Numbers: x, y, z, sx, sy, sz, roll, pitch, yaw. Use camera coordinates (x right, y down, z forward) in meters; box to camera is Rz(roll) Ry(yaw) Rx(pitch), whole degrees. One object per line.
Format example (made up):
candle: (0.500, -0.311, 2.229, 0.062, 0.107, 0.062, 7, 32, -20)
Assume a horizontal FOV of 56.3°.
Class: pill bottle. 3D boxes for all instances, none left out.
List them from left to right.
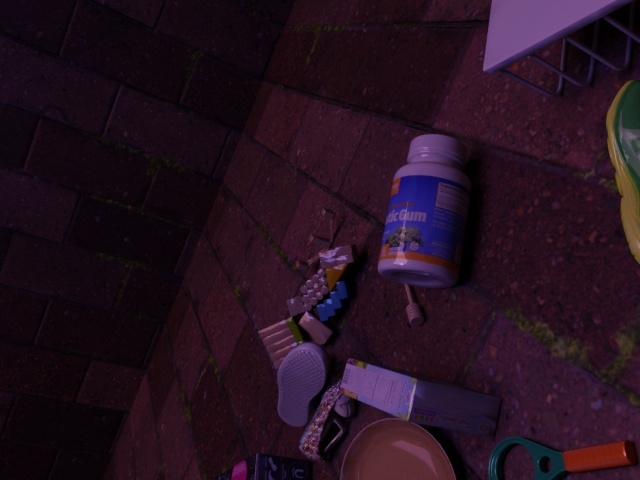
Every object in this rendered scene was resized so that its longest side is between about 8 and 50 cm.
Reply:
pill bottle: (0.204, -0.056, 1.140, 0.152, 0.152, 0.272, -16, 59, 60)

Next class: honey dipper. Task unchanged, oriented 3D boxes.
honey dipper: (0.180, 0.106, 1.221, 0.030, 0.030, 0.160, -54, 27, 31)

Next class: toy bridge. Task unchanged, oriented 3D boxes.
toy bridge: (0.000, 0.000, 1.608, 0.188, 0.063, 0.026, -63, 27, 20)

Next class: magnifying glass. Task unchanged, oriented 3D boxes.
magnifying glass: (0.318, 0.304, 0.814, 0.231, 0.026, 0.092, -40, 38, 50)

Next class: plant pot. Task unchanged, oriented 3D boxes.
plant pot: (0.134, 0.423, 1.011, 0.236, 0.032, 0.236, -14, 68, 38)

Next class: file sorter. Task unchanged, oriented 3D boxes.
file sorter: (0.415, -0.359, 0.904, 0.278, 0.173, 0.193, -15, 60, 61)

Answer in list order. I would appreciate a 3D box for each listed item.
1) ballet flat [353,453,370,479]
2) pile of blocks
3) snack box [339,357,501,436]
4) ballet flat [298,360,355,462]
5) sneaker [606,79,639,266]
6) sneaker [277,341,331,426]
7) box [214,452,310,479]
ballet flat: (0.063, 0.486, 1.151, 0.231, 0.077, 0.077, -53, 52, 34)
pile of blocks: (0.000, 0.162, 1.483, 0.362, 0.149, 0.112, -53, -14, 15)
snack box: (0.158, 0.256, 0.987, 0.207, 0.174, 0.070, -6, 69, 63)
ballet flat: (0.032, 0.375, 1.291, 0.077, 0.091, 0.241, 33, 110, 33)
sneaker: (0.446, -0.086, 0.765, 0.123, 0.109, 0.295, -17, 54, 34)
sneaker: (-0.024, 0.278, 1.335, 0.161, 0.102, 0.282, -55, -11, -43)
box: (-0.138, 0.607, 1.375, 0.247, 0.142, 0.163, -45, 37, 44)
